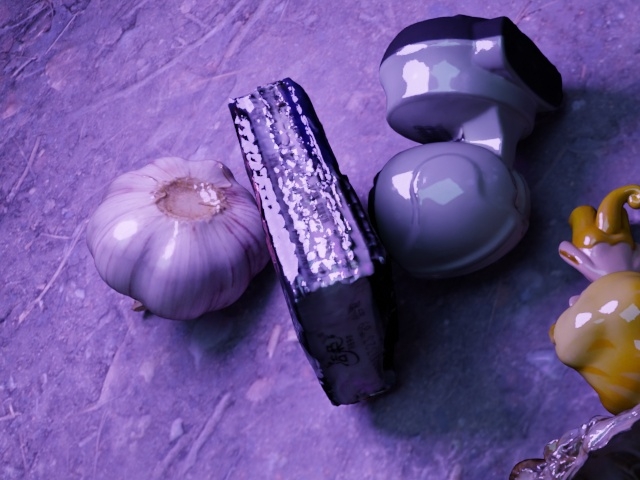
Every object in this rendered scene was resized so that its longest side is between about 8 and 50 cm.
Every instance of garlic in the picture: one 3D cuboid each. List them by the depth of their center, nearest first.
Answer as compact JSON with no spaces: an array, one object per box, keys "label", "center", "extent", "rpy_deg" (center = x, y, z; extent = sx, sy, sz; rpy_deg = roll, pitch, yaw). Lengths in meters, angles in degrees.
[{"label":"garlic","center":[-0.206,0.023,1.305],"extent":[0.253,0.245,0.245],"rpy_deg":[117,146,-44]}]

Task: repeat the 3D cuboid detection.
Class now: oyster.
[{"label":"oyster","center":[0.253,0.215,0.877],"extent":[0.233,0.161,0.107],"rpy_deg":[-44,26,18]}]

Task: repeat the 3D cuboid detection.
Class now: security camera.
[{"label":"security camera","center":[0.153,-0.092,1.091],"extent":[0.191,0.197,0.277],"rpy_deg":[-5,72,35]}]

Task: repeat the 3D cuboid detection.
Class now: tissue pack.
[{"label":"tissue pack","center":[0.000,0.000,1.108],"extent":[0.123,0.245,0.332],"rpy_deg":[-20,50,0]}]

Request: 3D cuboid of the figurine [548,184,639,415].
[{"label":"figurine","center":[0.298,0.061,0.940],"extent":[0.156,0.131,0.246],"rpy_deg":[-2,49,-3]}]
